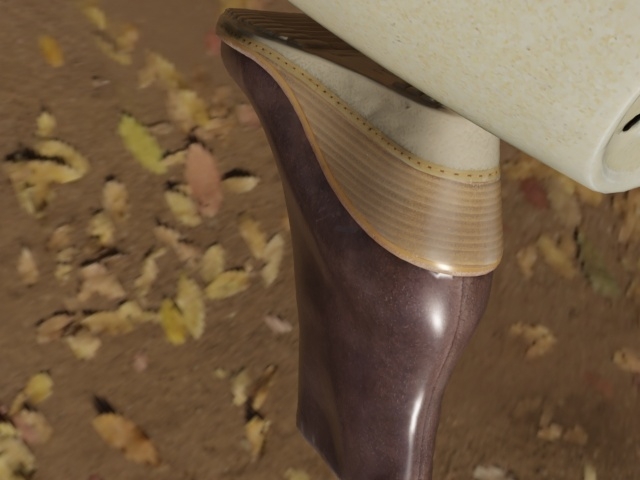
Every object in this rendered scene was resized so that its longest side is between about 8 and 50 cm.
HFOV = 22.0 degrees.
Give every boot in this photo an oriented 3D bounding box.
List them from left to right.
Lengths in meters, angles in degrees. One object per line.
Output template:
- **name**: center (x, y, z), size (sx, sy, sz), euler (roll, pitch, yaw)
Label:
- **boot**: center (0.000, 0.000, 0.829), size (0.090, 0.248, 0.207), euler (-1, 112, -28)

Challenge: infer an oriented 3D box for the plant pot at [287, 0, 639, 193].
- **plant pot**: center (0.054, -0.158, 0.544), size (0.256, 0.256, 0.274), euler (-42, 69, 16)
